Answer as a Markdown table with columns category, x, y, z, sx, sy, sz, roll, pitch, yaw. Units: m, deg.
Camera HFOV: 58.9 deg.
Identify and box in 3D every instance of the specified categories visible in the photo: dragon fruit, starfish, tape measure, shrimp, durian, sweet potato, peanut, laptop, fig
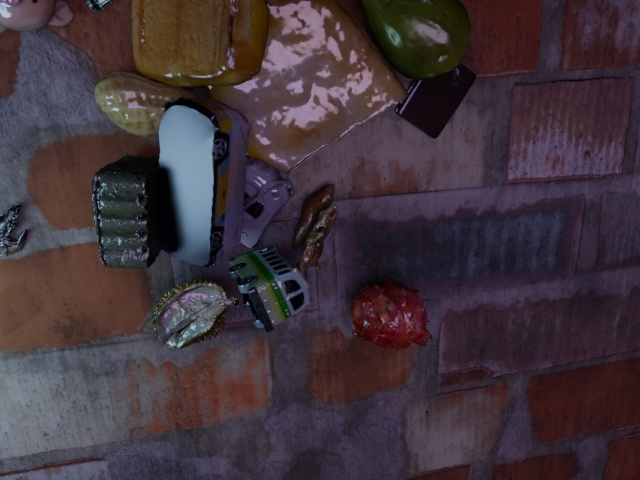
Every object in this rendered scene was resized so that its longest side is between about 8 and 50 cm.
| category | x | y | z | sx | sy | sz | roll | pitch | yaw |
| --- | --- | --- | --- | --- | --- | --- | --- | --- | --- |
| dragon fruit | 0.219 | 0.224 | 1.663 | 0.268 | 0.210 | 0.205 | 30 | 139 | -18 |
| starfish | 0.000 | 0.000 | 1.544 | 0.062 | 0.277 | 0.235 | 25 | 71 | 12 |
| tape measure | -0.186 | -0.114 | 1.470 | 0.197 | 0.120 | 0.236 | 35 | 123 | -5 |
| shrimp | -0.782 | -0.024 | 1.429 | 0.091 | 0.034 | 0.161 | 31 | 105 | -33 |
| durian | -0.338 | 0.182 | 1.544 | 0.238 | 0.138 | 0.193 | -14 | 108 | -5 |
| sweet potato | -0.027 | -0.069 | 1.577 | 0.065 | 0.051 | 0.218 | 36 | 106 | 15 |
| peanut | -0.388 | -0.311 | 1.374 | 0.306 | 0.147 | 0.146 | 12 | 105 | -22 |
| laptop | 0.319 | -0.404 | 1.563 | 0.154 | 0.026 | 0.207 | 28 | 101 | -22 |
| fig | 0.229 | -0.552 | 1.380 | 0.233 | 0.233 | 0.314 | -32 | 115 | -1 |

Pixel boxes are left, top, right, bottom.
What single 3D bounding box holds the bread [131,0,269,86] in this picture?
| category | x | y | z | sx | sy | sz | roll | pitch | yaw |
| --- | --- | --- | --- | --- | --- | --- | --- | --- | --- |
| bread | -0.265 | -0.507 | 1.254 | 0.328 | 0.148 | 0.336 | 6 | 98 | 31 |

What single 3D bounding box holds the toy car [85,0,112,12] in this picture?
| category | x | y | z | sx | sy | sz | roll | pitch | yaw |
| --- | --- | --- | --- | --- | --- | --- | --- | --- | --- |
| toy car | -0.530 | -0.595 | 1.281 | 0.073 | 0.054 | 0.143 | -36 | 117 | 2 |

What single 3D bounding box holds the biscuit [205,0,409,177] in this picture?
| category | x | y | z | sx | sy | sz | roll | pitch | yaw |
| --- | --- | --- | --- | --- | --- | --- | --- | --- | --- |
| biscuit | -0.073 | -0.402 | 1.419 | 0.429 | 0.104 | 0.446 | -37 | 114 | 12 |

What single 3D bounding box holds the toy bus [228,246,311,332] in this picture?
| category | x | y | z | sx | sy | sz | roll | pitch | yaw |
| --- | --- | --- | --- | --- | --- | --- | --- | --- | --- |
| toy bus | -0.138 | 0.113 | 1.497 | 0.165 | 0.276 | 0.133 | -25 | 112 | -11 |

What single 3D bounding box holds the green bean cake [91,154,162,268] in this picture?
| category | x | y | z | sx | sy | sz | roll | pitch | yaw |
| --- | --- | --- | --- | --- | --- | --- | --- | --- | --- |
| green bean cake | -0.449 | -0.074 | 1.371 | 0.132 | 0.255 | 0.240 | -1 | 109 | -3 |

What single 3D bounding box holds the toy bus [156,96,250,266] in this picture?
| category | x | y | z | sx | sy | sz | roll | pitch | yaw |
| --- | --- | --- | --- | --- | --- | --- | --- | --- | --- |
| toy bus | -0.270 | -0.148 | 1.328 | 0.171 | 0.162 | 0.386 | 19 | 119 | 19 |

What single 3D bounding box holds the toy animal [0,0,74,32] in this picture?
| category | x | y | z | sx | sy | sz | roll | pitch | yaw |
| --- | --- | --- | --- | --- | --- | --- | --- | --- | --- |
| toy animal | -0.647 | -0.570 | 1.174 | 0.195 | 0.213 | 0.256 | -11 | 111 | -14 |
